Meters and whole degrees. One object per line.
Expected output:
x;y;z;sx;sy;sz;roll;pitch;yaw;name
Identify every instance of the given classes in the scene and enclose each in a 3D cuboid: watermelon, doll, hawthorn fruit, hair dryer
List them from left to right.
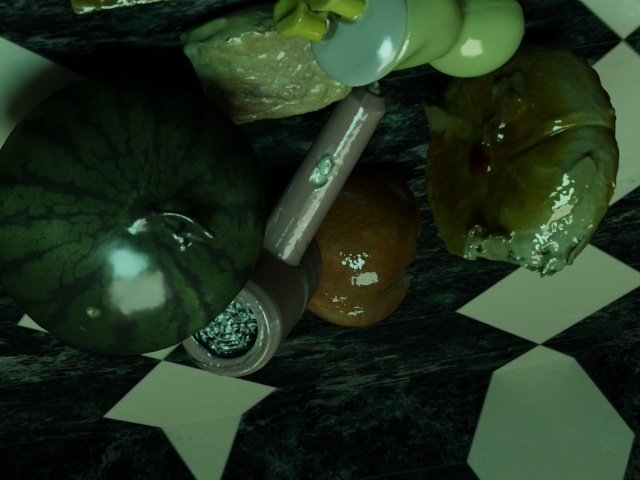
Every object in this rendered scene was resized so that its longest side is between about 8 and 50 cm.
-0.192;-0.027;1.582;0.279;0.279;0.359;-4;-178;-16;watermelon
-0.029;-0.029;1.763;0.352;0.125;0.210;-61;177;23;hair dryer
0.000;0.000;1.973;0.251;0.199;0.199;9;161;0;hawthorn fruit
0.090;-0.208;1.502;0.296;0.117;0.141;-9;161;-47;doll

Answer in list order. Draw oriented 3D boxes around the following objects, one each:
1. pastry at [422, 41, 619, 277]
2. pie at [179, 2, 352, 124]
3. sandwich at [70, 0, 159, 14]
0.202;-0.091;1.674;0.120;0.236;0.257;6;-173;-34;pastry
-0.040;-0.177;1.601;0.185;0.052;0.218;-8;159;4;pie
-0.112;-0.226;1.258;0.186;0.065;0.214;-9;-168;-10;sandwich
